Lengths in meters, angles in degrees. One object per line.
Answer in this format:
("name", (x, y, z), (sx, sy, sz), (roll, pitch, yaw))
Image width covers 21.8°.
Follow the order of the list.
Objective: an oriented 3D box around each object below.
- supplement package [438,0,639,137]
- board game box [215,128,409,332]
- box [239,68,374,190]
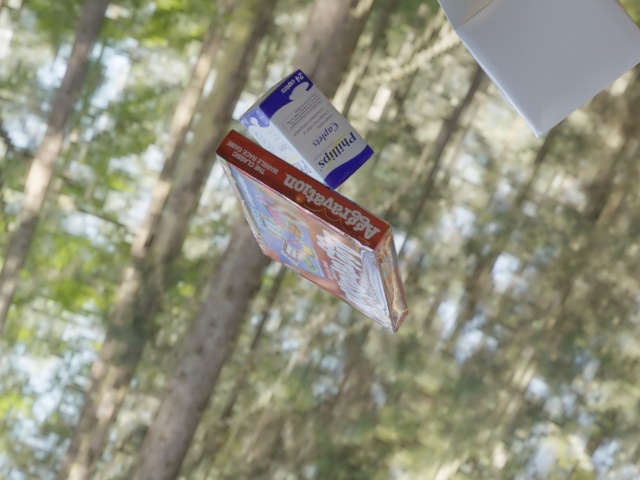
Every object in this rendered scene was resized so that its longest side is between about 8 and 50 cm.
("supplement package", (0.199, -0.222, 1.573), (0.139, 0.134, 0.244), (49, -168, -19))
("board game box", (0.000, 0.000, 1.356), (0.145, 0.027, 0.281), (30, 169, 13))
("box", (-0.019, -0.125, 1.992), (0.137, 0.072, 0.126), (47, 169, -7))
